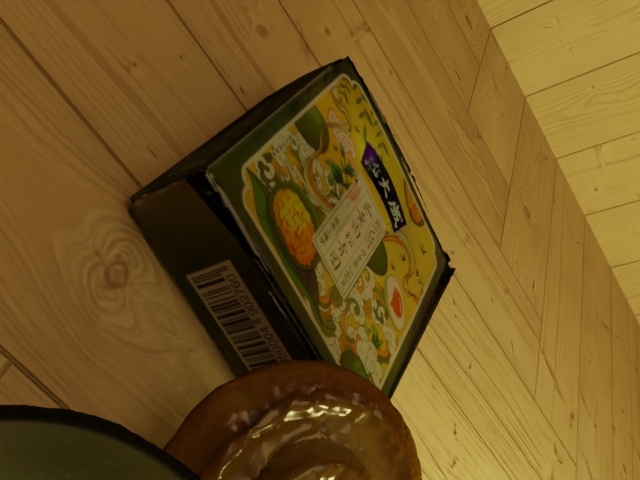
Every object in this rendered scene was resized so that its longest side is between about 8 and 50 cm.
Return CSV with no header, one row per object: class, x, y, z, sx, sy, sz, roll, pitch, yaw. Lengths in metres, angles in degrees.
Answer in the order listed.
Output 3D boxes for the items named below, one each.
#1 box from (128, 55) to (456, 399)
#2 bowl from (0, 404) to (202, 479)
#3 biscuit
box,0.000,0.000,0.926,0.373,0.138,0.420,60,35,-17
bowl,-0.193,0.296,0.408,0.185,0.354,0.354,102,1,-52
biscuit,-0.023,0.267,0.691,0.296,0.102,0.296,-1,92,-26
